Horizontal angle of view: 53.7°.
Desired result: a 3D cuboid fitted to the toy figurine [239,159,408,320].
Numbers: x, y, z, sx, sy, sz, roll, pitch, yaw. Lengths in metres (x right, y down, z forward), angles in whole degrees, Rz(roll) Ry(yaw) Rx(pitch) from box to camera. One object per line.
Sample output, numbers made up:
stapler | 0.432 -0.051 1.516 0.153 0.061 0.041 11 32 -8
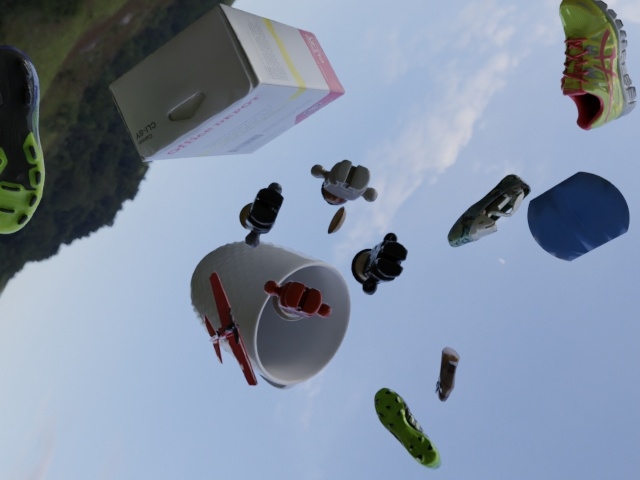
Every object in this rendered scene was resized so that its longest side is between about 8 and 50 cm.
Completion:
toy figurine | 0.000 0.000 0.923 0.213 0.209 0.148 -25 177 -12

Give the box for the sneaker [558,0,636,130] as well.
sneaker | 0.384 -0.251 0.911 0.094 0.208 0.081 -35 -158 -10

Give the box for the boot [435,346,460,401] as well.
boot | 0.268 0.288 1.356 0.118 0.042 0.086 -52 158 -74

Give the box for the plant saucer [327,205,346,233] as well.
plant saucer | 0.046 -0.050 1.659 0.083 0.015 0.083 -55 -164 24

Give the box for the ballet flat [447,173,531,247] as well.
ballet flat | 0.317 -0.051 1.172 0.188 0.070 0.070 -46 -148 -6

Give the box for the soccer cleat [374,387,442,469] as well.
soccer cleat | 0.158 0.350 1.169 0.060 0.072 0.179 -37 -132 -4

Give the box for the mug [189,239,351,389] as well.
mug | -0.133 0.180 1.460 0.276 0.374 0.328 -29 -148 -34

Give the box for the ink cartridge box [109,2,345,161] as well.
ink cartridge box | -0.164 -0.291 1.230 0.279 0.385 0.160 -27 -91 25

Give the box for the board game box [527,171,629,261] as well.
board game box | 0.456 -0.047 1.125 0.169 0.133 0.033 -36 180 35

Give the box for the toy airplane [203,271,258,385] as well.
toy airplane | -0.122 0.115 0.795 0.151 0.028 0.151 52 -28 42

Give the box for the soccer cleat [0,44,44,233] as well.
soccer cleat | -0.483 -0.156 0.990 0.121 0.094 0.289 -143 -123 -59
